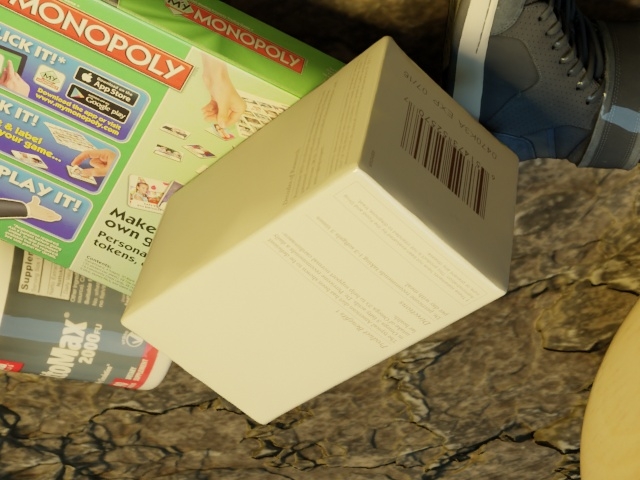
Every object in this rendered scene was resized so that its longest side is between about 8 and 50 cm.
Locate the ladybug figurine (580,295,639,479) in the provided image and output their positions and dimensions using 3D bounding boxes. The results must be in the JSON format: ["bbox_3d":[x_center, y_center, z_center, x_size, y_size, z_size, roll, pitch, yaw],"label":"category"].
[{"bbox_3d":[0.371,0.101,0.908,0.305,0.162,0.449,45,120,6],"label":"ladybug figurine"}]

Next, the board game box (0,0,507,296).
[{"bbox_3d":[-0.082,-0.044,0.752,0.317,0.046,0.213,25,134,-13],"label":"board game box"}]

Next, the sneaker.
[{"bbox_3d":[0.149,-0.114,0.707,0.163,0.086,0.226,4,153,5],"label":"sneaker"}]

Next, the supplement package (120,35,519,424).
[{"bbox_3d":[0.000,0.000,0.668,0.105,0.105,0.179,39,130,-24],"label":"supplement package"}]

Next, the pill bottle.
[{"bbox_3d":[-0.188,0.036,0.858,0.180,0.108,0.108,11,140,-20],"label":"pill bottle"}]
